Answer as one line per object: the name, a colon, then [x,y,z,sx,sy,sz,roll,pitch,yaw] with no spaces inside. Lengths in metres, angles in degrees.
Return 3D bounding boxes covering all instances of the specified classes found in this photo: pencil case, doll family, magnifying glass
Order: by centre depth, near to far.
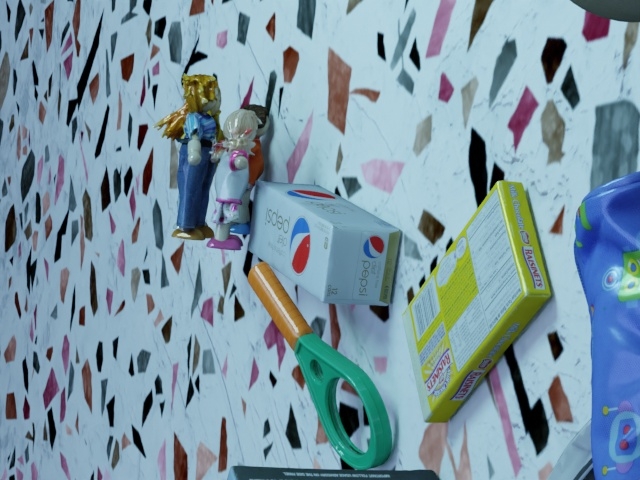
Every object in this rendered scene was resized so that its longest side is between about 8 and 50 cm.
pencil case: [0.215,0.106,1.139,0.133,0.119,0.306,-9,74,25]
magnifying glass: [-0.002,0.110,1.741,0.231,0.026,0.092,53,146,30]
doll family: [-0.118,-0.086,1.936,0.263,0.118,0.163,-78,-5,-84]

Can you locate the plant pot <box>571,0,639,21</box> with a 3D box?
plant pot: [0.207,-0.233,1.100,0.274,0.256,0.256,112,156,-74]

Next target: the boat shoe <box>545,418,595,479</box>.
boat shoe: [0.193,0.167,1.278,0.070,0.078,0.219,43,131,19]

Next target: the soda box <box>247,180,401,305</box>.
soda box: [0.000,0.000,1.780,0.216,0.069,0.074,-148,63,-67]

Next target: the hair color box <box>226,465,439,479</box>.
hair color box: [0.050,0.331,1.443,0.374,0.185,0.114,-116,36,-51]

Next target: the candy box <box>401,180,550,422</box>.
candy box: [0.120,0.052,1.524,0.206,0.027,0.105,122,142,-51]
